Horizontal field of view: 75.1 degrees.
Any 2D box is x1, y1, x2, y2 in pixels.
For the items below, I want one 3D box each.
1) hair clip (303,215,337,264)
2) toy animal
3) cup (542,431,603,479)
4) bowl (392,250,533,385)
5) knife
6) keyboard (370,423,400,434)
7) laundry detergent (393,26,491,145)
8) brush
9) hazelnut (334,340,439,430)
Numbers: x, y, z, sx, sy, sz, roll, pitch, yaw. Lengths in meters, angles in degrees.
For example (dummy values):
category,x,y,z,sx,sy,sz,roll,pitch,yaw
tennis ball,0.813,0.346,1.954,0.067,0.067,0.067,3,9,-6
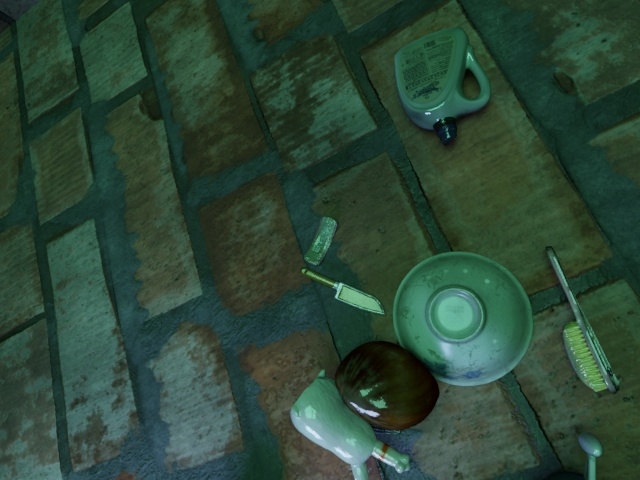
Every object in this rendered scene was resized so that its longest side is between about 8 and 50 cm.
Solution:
category,x,y,z,sx,sy,sz,roll,pitch,yaw
hair clip,0.001,0.000,1.138,0.054,0.022,0.137,22,87,24
toy animal,0.061,0.436,0.957,0.282,0.138,0.141,35,102,1
cup,0.467,0.504,0.757,0.167,0.173,0.300,11,83,23
bowl,0.301,0.166,0.915,0.312,0.146,0.314,-4,78,20
knife,0.055,0.133,1.086,0.255,0.022,0.046,23,81,20
keyboard,0.115,0.433,1.003,0.154,0.010,0.053,-5,77,21
laundry detergent,0.309,-0.379,1.053,0.214,0.105,0.281,-18,71,15
brush,0.523,0.162,0.873,0.067,0.072,0.313,-25,69,29
hazelnut,0.139,0.320,0.913,0.181,0.181,0.212,-44,39,-21
